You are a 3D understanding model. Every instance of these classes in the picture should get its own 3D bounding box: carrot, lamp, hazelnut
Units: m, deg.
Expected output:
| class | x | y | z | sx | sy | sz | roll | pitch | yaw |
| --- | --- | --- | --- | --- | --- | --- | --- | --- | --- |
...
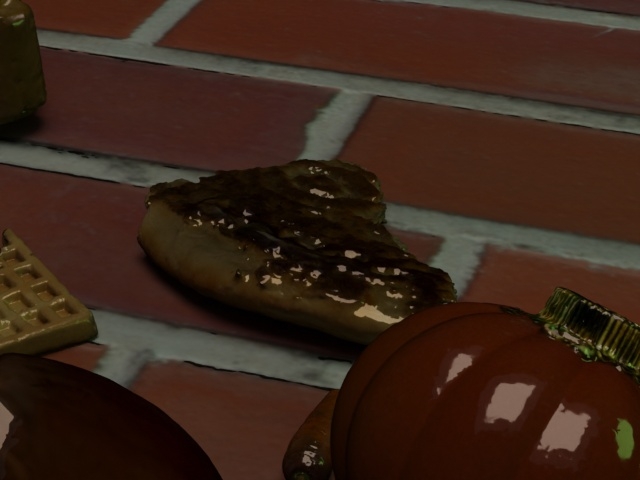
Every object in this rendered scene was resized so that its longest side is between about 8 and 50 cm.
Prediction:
| class | x | y | z | sx | sy | sz | roll | pitch | yaw |
| --- | --- | --- | --- | --- | --- | --- | --- | --- | --- |
| carrot | 0.000 | 0.124 | 1.075 | 0.032 | 0.032 | 0.093 | 8 | 28 | 14 |
| lamp | 0.111 | 0.125 | 0.912 | 0.223 | 0.196 | 0.223 | 29 | 4 | -2 |
| hazelnut | -0.137 | 0.147 | 0.861 | 0.208 | 0.208 | 0.208 | 0 | 30 | 0 |

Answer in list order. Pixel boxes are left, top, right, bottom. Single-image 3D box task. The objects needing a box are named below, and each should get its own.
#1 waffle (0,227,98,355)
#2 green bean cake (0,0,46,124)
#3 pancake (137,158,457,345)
| class | x | y | z | sx | sy | sz | roll | pitch | yaw |
| --- | --- | --- | --- | --- | --- | --- | --- | --- | --- |
| waffle | -0.232 | 0.039 | 1.222 | 0.097 | 0.023 | 0.152 | -17 | 36 | -28 |
| green bean cake | -0.365 | -0.179 | 1.488 | 0.229 | 0.131 | 0.224 | -9 | 30 | -17 |
| pancake | 0.000 | 0.000 | 1.286 | 0.266 | 0.057 | 0.244 | 17 | 25 | 19 |
